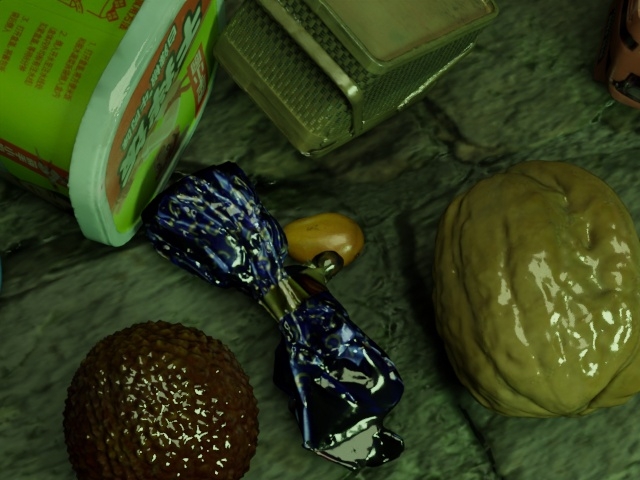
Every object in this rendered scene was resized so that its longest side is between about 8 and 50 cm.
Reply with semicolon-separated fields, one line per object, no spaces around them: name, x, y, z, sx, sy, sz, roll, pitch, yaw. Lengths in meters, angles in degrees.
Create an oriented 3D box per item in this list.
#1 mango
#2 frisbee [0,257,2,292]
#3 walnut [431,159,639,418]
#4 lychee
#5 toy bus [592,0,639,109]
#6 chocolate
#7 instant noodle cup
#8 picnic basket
mango;0.000;0.000;1.361;0.089;0.046;0.060;6;72;7
frisbee;-0.430;0.040;1.282;0.242;0.045;0.242;2;73;-8
walnut;0.215;0.048;1.292;0.224;0.257;0.257;4;68;-41
lychee;-0.148;0.164;1.218;0.194;0.194;0.195;2;72;-8
toy bus;0.511;-0.200;1.406;0.426;0.233;0.203;19;70;-4
chocolate;-0.025;0.070;1.291;0.148;0.126;0.343;-37;82;-22
instant noodle cup;-0.284;-0.182;1.275;0.307;0.294;0.294;24;70;7
picnic basket;0.039;-0.214;1.332;0.165;0.139;0.266;48;42;8
